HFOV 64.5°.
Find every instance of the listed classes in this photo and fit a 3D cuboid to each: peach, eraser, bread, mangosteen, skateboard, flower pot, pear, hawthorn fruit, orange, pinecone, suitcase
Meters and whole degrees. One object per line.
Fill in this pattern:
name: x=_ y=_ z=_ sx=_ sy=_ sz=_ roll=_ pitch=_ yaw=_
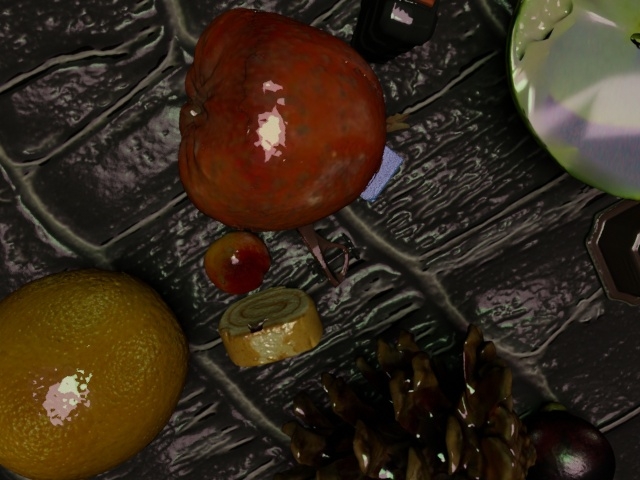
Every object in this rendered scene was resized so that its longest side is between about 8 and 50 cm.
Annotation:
peach: x=-0.122 y=0.033 z=0.741 sx=0.100 sy=0.101 sz=0.101 roll=-1 pitch=100 yaw=-4
eraser: x=0.076 y=-0.107 z=0.765 sx=0.063 sy=0.027 sz=0.085 roll=34 pitch=96 yaw=-10
bread: x=-0.076 y=0.119 z=0.750 sx=0.149 sy=0.122 sz=0.073 roll=-17 pitch=113 yaw=3
mangosteen: x=0.391 y=0.339 z=0.821 sx=0.152 sy=0.152 sz=0.153 roll=-1 pitch=100 yaw=-4
skateboard: x=0.000 y=0.000 z=0.769 sx=0.080 sy=0.067 sz=0.152 roll=-33 pitch=106 yaw=-8
flower pot: x=0.561 y=-0.002 z=0.790 sx=0.250 sy=0.084 sz=0.179 roll=-28 pitch=101 yaw=2
pear: x=0.412 y=-0.262 z=0.690 sx=0.398 sy=0.165 sz=0.400 roll=-1 pitch=100 yaw=-4
hawthorn fruit: x=-0.023 y=-0.144 z=0.646 sx=0.307 sy=0.276 sz=0.277 roll=0 pitch=101 yaw=-18
orange: x=-0.313 y=0.168 z=0.670 sx=0.273 sy=0.274 sz=0.275 roll=-1 pitch=100 yaw=-4
pinecone: x=0.110 y=0.298 z=0.708 sx=0.383 sy=0.384 sz=0.385 roll=-1 pitch=100 yaw=-4
suitcase: x=0.115 y=-0.377 z=0.628 sx=0.066 sy=0.206 sz=0.286 roll=12 pitch=100 yaw=-11
